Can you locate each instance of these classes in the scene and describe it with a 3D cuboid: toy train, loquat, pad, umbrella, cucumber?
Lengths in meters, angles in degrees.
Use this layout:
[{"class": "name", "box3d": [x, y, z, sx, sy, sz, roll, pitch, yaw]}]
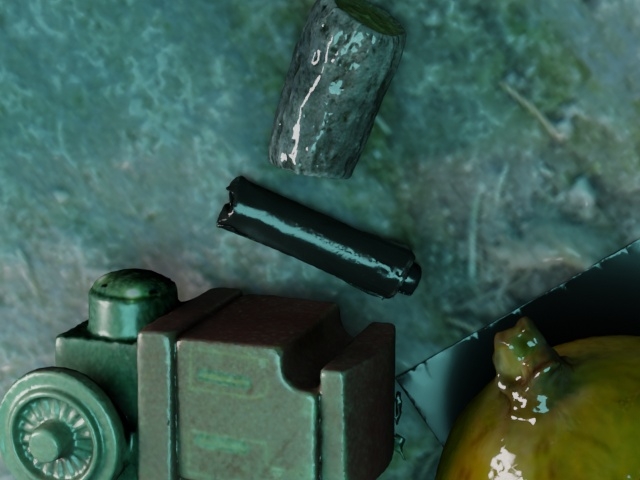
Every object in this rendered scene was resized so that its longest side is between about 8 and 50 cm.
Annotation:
[{"class": "toy train", "box3d": [-0.070, 0.171, 0.968, 0.221, 0.150, 0.304, 6, 105, 18]}, {"class": "loquat", "box3d": [0.160, 0.144, 0.916, 0.213, 0.213, 0.246, -27, 117, 13]}, {"class": "pad", "box3d": [0.161, 0.092, 1.010, 0.190, 0.004, 0.127, -31, 100, 13]}, {"class": "umbrella", "box3d": [-0.001, 0.001, 0.989, 0.133, 0.031, 0.036, 24, 133, -1]}, {"class": "cucumber", "box3d": [0.006, -0.088, 0.946, 0.064, 0.064, 0.112, 23, 110, 0]}]
